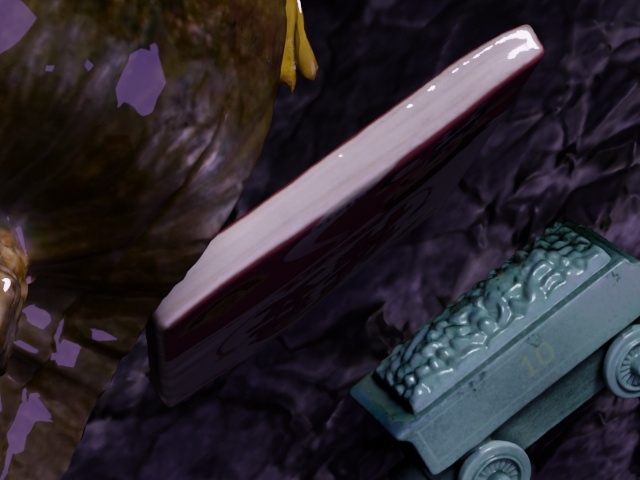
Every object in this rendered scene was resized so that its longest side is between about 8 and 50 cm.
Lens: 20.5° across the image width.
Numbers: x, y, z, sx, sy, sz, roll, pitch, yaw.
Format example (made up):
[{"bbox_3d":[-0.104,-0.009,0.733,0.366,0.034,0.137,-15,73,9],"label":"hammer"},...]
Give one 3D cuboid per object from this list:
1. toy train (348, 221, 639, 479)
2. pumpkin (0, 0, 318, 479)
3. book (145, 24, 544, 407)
[{"bbox_3d":[0.098,0.061,0.869,0.172,0.070,0.099,-37,123,-9],"label":"toy train"},{"bbox_3d":[-0.137,-0.005,0.552,0.139,0.222,0.317,26,104,-43],"label":"pumpkin"},{"bbox_3d":[0.000,0.000,0.691,0.162,0.022,0.232,-35,172,-11],"label":"book"}]
